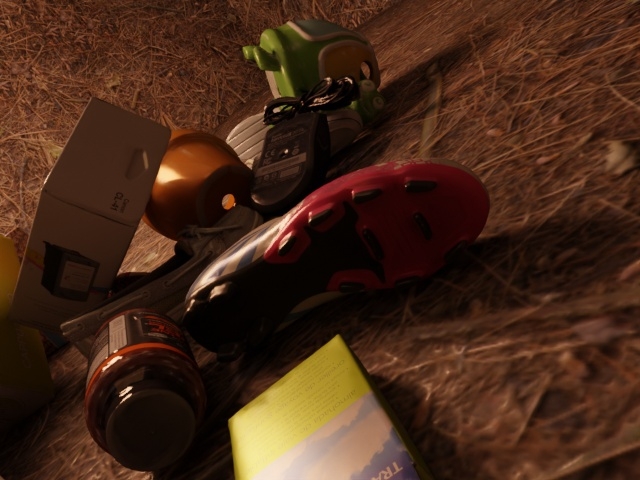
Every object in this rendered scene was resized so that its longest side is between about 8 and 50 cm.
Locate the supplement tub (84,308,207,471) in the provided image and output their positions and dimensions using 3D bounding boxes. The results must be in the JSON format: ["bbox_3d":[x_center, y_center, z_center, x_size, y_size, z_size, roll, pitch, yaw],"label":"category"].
[{"bbox_3d":[-0.166,0.137,0.551,0.106,0.106,0.198,-40,20,-10],"label":"supplement tub"}]

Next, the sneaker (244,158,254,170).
[{"bbox_3d":[-0.143,-0.140,1.247,0.058,0.052,0.135,-48,21,-19],"label":"sneaker"}]

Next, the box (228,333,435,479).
[{"bbox_3d":[0.001,0.136,0.354,0.109,0.042,0.178,-38,19,-1],"label":"box"}]

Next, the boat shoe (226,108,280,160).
[{"bbox_3d":[-0.086,-0.277,1.420,0.302,0.109,0.094,-22,7,15],"label":"boat shoe"}]

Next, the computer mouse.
[{"bbox_3d":[-0.030,-0.139,0.944,0.188,0.072,0.272,-9,51,31],"label":"computer mouse"}]

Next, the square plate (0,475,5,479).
[{"bbox_3d":[-0.374,0.361,0.476,0.347,0.049,0.344,-13,29,49],"label":"square plate"}]

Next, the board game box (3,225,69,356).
[{"bbox_3d":[-0.666,0.155,1.191,0.291,0.232,0.141,-31,20,14],"label":"board game box"}]

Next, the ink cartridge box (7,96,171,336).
[{"bbox_3d":[-0.351,-0.025,0.885,0.306,0.131,0.226,-53,25,40],"label":"ink cartridge box"}]

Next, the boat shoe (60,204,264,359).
[{"bbox_3d":[-0.210,0.050,0.832,0.320,0.103,0.118,-44,20,-20],"label":"boat shoe"}]

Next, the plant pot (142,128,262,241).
[{"bbox_3d":[-0.196,-0.082,1.012,0.205,0.205,0.188,-44,36,-19],"label":"plant pot"}]

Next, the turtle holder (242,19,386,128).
[{"bbox_3d":[-0.003,-0.323,1.145,0.227,0.243,0.320,-21,8,-7],"label":"turtle holder"}]

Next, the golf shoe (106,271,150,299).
[{"bbox_3d":[-0.333,0.080,1.036,0.186,0.067,0.086,-19,24,43],"label":"golf shoe"}]

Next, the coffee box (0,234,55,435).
[{"bbox_3d":[-0.661,0.149,0.842,0.334,0.338,0.337,-36,60,5],"label":"coffee box"}]

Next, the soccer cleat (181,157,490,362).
[{"bbox_3d":[0.000,0.000,0.562,0.331,0.116,0.143,-27,21,26],"label":"soccer cleat"}]

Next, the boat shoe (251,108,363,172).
[{"bbox_3d":[-0.021,-0.147,1.035,0.226,0.083,0.075,-27,49,26],"label":"boat shoe"}]
